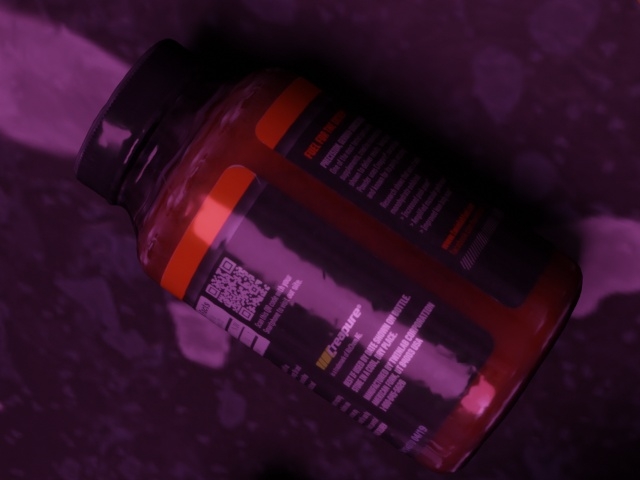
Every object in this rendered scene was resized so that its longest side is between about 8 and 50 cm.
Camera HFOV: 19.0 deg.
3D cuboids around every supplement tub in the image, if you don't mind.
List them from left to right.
[{"bbox_3d":[0.000,0.000,0.771,0.198,0.106,0.106,35,128,2],"label":"supplement tub"}]

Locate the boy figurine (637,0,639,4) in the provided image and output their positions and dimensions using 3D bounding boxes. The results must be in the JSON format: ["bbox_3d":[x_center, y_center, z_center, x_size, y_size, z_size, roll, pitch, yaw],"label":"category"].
[{"bbox_3d":[0.157,-0.127,0.629,0.285,0.092,0.177,25,130,5],"label":"boy figurine"}]
